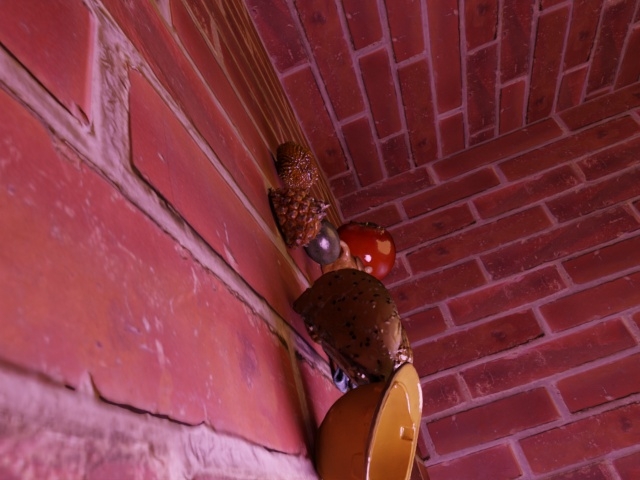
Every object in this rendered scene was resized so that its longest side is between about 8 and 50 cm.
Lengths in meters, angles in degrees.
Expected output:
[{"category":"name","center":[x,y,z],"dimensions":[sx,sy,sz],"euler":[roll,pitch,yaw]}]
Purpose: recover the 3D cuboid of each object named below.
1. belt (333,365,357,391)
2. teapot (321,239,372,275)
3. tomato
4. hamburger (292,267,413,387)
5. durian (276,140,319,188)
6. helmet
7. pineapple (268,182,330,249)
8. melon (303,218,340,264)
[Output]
[{"category":"belt","center":[0.051,0.253,1.208],"dimensions":[0.072,0.088,0.302],"euler":[82,-6,-55]},{"category":"teapot","center":[0.102,0.116,1.690],"dimensions":[0.203,0.167,0.311],"euler":[-98,166,-61]},{"category":"tomato","center":[0.202,0.065,2.228],"dimensions":[0.321,0.322,0.321],"euler":[-21,90,-84]},{"category":"hamburger","center":[0.084,0.179,0.971],"dimensions":[0.288,0.192,0.167],"euler":[34,-14,42]},{"category":"durian","center":[-0.074,-0.235,1.521],"dimensions":[0.158,0.137,0.168],"euler":[34,21,-43]},{"category":"helmet","center":[0.067,0.322,0.776],"dimensions":[0.257,0.140,0.205],"euler":[-63,140,-42]},{"category":"pineapple","center":[-0.040,-0.073,1.223],"dimensions":[0.161,0.137,0.175],"euler":[60,10,-57]},{"category":"melon","center":[0.000,0.000,1.449],"dimensions":[0.114,0.114,0.167],"euler":[-101,171,-58]}]
